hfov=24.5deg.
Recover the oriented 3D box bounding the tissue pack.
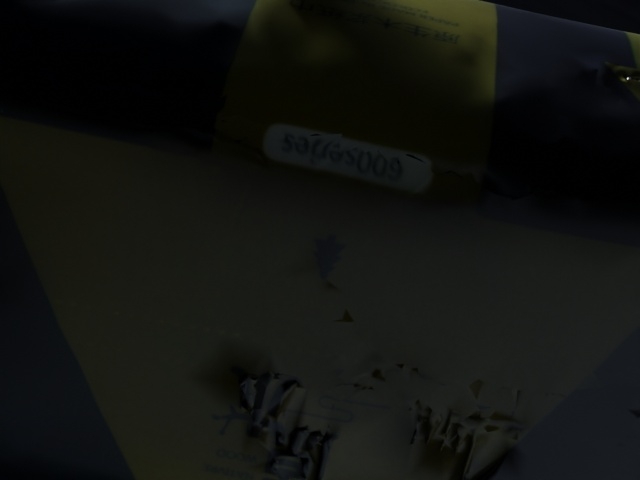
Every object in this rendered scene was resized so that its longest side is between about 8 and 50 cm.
[{"bbox_3d":[0.000,0.000,0.794,0.253,0.417,0.264,-81,3,-61],"label":"tissue pack"}]
